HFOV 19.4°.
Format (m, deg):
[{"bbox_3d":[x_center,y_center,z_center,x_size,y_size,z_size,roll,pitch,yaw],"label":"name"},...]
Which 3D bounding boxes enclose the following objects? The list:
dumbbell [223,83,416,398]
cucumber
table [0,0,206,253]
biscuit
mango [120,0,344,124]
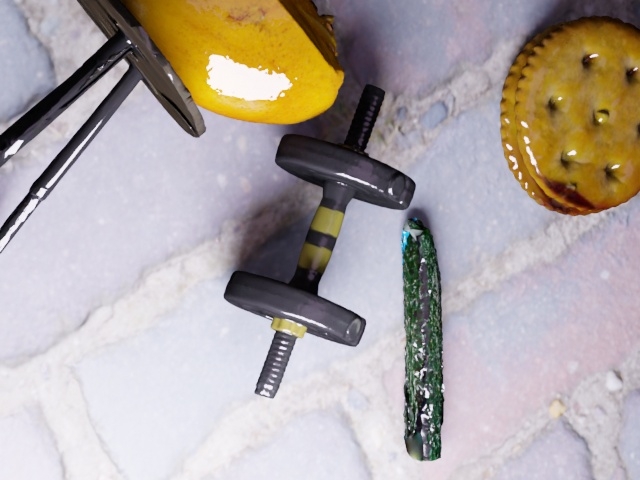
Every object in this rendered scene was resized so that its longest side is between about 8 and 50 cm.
[{"bbox_3d":[0.000,0.000,1.834,0.143,0.143,0.325,24,82,-28],"label":"dumbbell"},{"bbox_3d":[0.108,0.104,1.958,0.044,0.043,0.257,-5,95,-33],"label":"cucumber"},{"bbox_3d":[-0.275,-0.120,1.619,0.249,0.317,0.317,-40,111,-5],"label":"table"},{"bbox_3d":[0.292,-0.134,2.027,0.220,0.066,0.220,-3,95,-28],"label":"biscuit"},{"bbox_3d":[-0.086,-0.200,1.777,0.252,0.126,0.154,26,115,-28],"label":"mango"}]
